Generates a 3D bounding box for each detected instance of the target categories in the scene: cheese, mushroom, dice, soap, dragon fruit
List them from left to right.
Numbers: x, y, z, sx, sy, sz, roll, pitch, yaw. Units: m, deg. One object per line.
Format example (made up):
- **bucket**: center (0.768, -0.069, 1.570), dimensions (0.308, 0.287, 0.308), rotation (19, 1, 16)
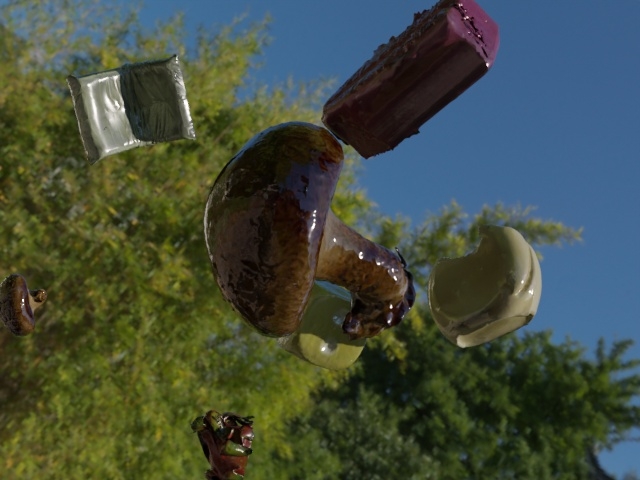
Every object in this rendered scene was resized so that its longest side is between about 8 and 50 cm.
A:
- **mushroom**: center (-0.599, 0.128, 1.695), dimensions (0.109, 0.085, 0.126), rotation (-12, -91, 38)
- **dragon fruit**: center (-0.173, 0.380, 1.592), dimensions (0.175, 0.142, 0.138), rotation (43, -12, -14)
- **mushroom**: center (-0.015, 0.011, 1.333), dimensions (0.356, 0.331, 0.334), rotation (33, -34, 9)
- **dice**: center (0.008, 0.188, 1.955), dimensions (0.169, 0.169, 0.166), rotation (23, 5, -18)
- **soap**: center (0.137, -0.259, 1.386), dimensions (0.325, 0.220, 0.127), rotation (-35, -75, 34)
- **cheese**: center (0.353, 0.103, 1.865), dimensions (0.266, 0.233, 0.127), rotation (-29, -41, 33)

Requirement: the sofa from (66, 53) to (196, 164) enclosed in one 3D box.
- **sofa**: center (-0.427, -0.296, 1.928), dimensions (0.176, 0.225, 0.210), rotation (7, -68, 46)
